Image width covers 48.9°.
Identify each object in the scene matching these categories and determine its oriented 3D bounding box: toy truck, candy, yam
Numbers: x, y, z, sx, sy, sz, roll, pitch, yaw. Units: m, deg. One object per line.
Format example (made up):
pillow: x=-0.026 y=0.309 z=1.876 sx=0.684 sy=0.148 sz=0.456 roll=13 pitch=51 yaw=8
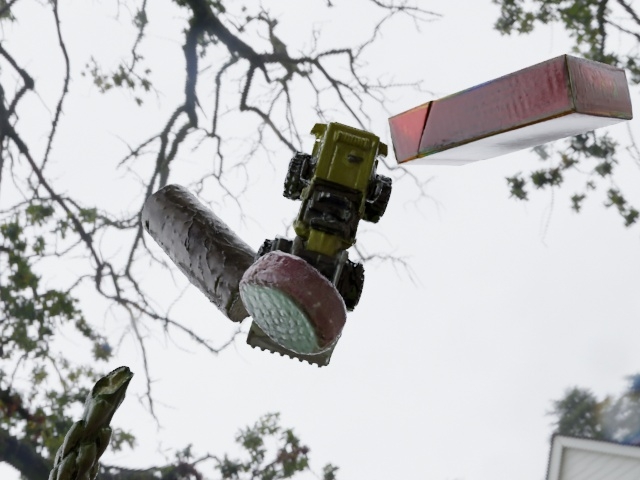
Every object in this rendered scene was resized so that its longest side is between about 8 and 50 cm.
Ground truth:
toy truck: x=0.000 y=0.000 z=0.827 sx=0.137 sy=0.285 sz=0.111 roll=16 pitch=-11 yaw=-3
candy: x=-0.025 y=0.057 z=0.630 sx=0.043 sy=0.103 sz=0.103 roll=-45 pitch=-30 yaw=-33
yam: x=-0.195 y=0.021 z=1.226 sx=0.131 sy=0.280 sz=0.131 roll=-34 pitch=-33 yaw=-26

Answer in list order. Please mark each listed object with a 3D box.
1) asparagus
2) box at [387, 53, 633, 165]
asparagus: x=-0.401 y=0.348 z=1.198 sx=0.080 sy=0.080 sz=0.287 roll=28 pitch=-103 yaw=-45
box: x=0.289 y=-0.192 z=1.099 sx=0.198 sy=0.089 sz=0.313 roll=-7 pitch=-4 yaw=-45
